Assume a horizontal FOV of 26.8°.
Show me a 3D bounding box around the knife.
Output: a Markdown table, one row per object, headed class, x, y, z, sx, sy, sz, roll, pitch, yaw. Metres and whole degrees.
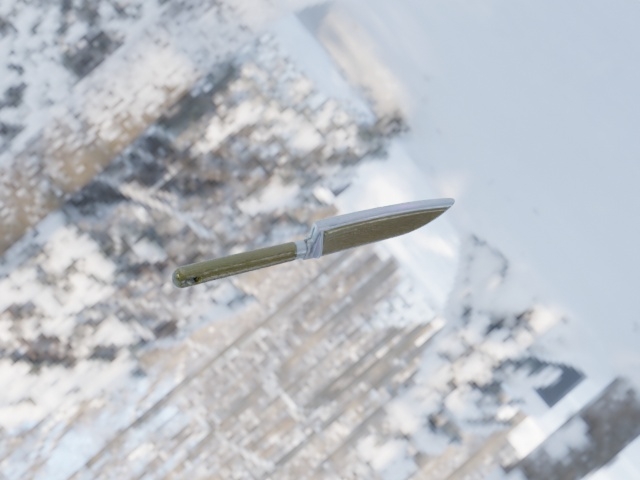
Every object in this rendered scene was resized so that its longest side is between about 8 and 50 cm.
| class | x | y | z | sx | sy | sz | roll | pitch | yaw |
| --- | --- | --- | --- | --- | --- | --- | --- | --- | --- |
| knife | 0.000 | 0.001 | 1.098 | 0.022 | 0.256 | 0.046 | 60 | 151 | 32 |
